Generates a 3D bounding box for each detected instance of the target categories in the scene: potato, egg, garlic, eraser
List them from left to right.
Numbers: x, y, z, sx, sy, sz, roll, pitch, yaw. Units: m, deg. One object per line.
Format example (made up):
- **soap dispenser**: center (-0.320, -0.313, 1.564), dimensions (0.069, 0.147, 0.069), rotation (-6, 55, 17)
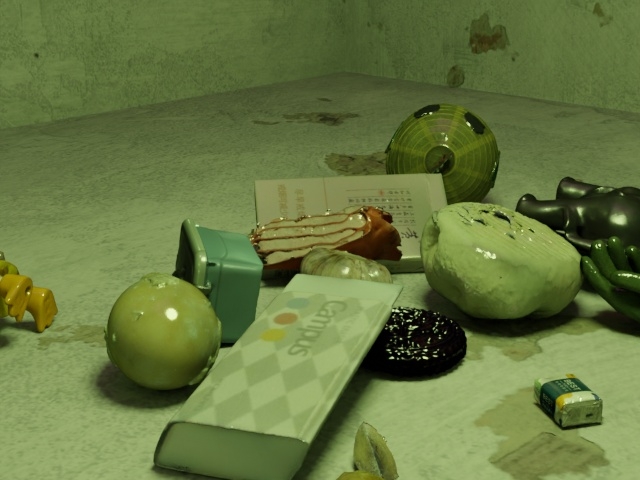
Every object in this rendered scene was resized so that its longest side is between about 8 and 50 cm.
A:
- **egg**: center (-0.221, 0.130, 1.458), dimensions (0.164, 0.164, 0.201), rotation (-6, 14, -17)
- **eraser**: center (-0.041, 0.168, 1.366), dimensions (0.213, 0.082, 0.397), rotation (5, 27, 21)
- **garlic**: center (0.042, 0.072, 1.719), dimensions (0.159, 0.102, 0.147), rotation (16, 8, 12)
- **potato**: center (0.065, 0.266, 1.237), dimensions (0.037, 0.036, 0.093), rotation (30, 22, -31)

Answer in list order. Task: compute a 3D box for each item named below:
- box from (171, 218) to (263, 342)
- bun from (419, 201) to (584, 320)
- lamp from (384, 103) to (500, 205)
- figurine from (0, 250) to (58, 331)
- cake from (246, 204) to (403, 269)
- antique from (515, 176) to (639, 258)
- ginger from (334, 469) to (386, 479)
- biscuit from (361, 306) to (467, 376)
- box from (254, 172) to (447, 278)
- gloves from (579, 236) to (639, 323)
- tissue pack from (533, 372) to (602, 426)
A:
- **box**: center (-0.175, 0.069, 1.649), dimensions (0.130, 0.162, 0.227), rotation (6, 16, -14)
- **bun**: center (0.291, 0.041, 1.703), dimensions (0.272, 0.168, 0.273), rotation (12, 25, -5)
- **lamp**: center (0.254, -0.169, 2.194), dimensions (0.250, 0.250, 0.284), rotation (3, 7, 10)
- **figurine**: center (-0.602, 0.058, 1.663), dimensions (0.343, 0.215, 0.187), rotation (16, 61, 13)
- **cake**: center (-0.001, -0.006, 1.822), dimensions (0.287, 0.098, 0.135), rotation (-4, -24, 3)
- **antique**: center (0.535, -0.017, 1.852), dimensions (0.255, 0.185, 0.322), rotation (8, 16, 41)
- **ginger**: center (0.052, 0.315, 1.023), dimensions (0.118, 0.065, 0.299), rotation (-18, 20, -10)
- **biscuit**: center (0.126, 0.149, 1.550), dimensions (0.194, 0.053, 0.194), rotation (0, 19, 0)
- **box**: center (0.062, -0.031, 1.940), dimensions (0.365, 0.051, 0.205), rotation (-3, 54, -5)
- **gloves**: center (0.532, 0.086, 1.615), dimensions (0.268, 0.107, 0.135), rotation (28, 3, 14)
- **tissue pack**: center (0.328, 0.211, 1.371), dimensions (0.062, 0.042, 0.083), rotation (-7, 19, -13)
